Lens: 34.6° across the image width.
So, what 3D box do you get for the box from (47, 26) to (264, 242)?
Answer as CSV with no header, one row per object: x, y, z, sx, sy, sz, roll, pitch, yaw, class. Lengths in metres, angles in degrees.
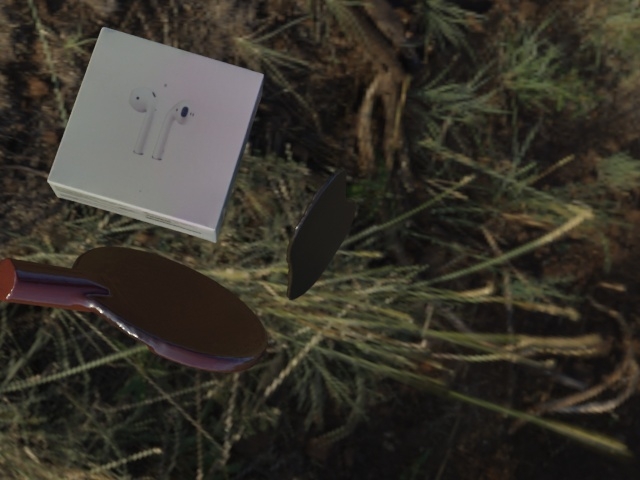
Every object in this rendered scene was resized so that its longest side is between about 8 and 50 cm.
-0.124,-0.080,0.792,0.130,0.051,0.129,16,77,-2,box

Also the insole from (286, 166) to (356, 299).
0.000,0.000,0.898,0.111,0.007,0.328,-58,173,-7,insole

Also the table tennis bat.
-0.179,0.059,1.030,0.310,0.200,0.038,13,112,-45,table tennis bat
